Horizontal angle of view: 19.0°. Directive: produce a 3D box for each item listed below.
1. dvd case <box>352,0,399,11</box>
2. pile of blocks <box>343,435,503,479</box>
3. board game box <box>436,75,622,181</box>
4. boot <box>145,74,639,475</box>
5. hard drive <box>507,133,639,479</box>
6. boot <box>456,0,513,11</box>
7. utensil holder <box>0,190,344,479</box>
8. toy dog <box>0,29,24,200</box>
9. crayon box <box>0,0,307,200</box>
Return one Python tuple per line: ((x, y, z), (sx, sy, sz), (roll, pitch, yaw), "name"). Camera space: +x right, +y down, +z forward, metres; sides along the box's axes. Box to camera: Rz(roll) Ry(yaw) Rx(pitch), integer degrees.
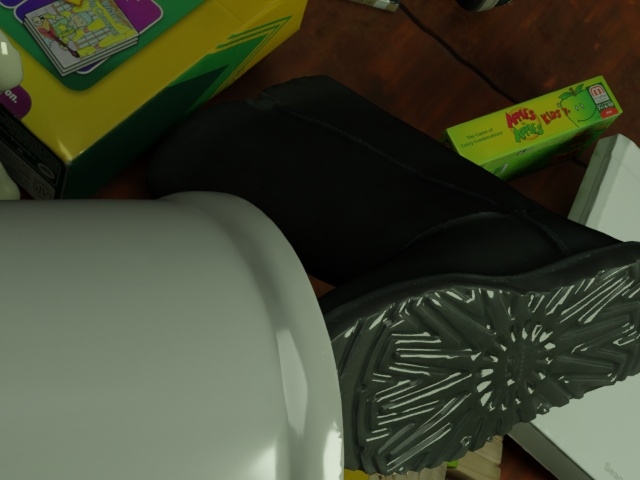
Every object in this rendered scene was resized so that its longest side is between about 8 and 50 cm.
((-0.023, -0.319, 1.863), (0.221, 0.018, 0.165), (12, 61, -13), "dvd case")
((0.028, 0.158, 1.538), (0.362, 0.112, 0.149), (-14, 101, -59), "pile of blocks")
((0.183, -0.092, 1.787), (0.181, 0.092, 0.043), (-20, 74, -26), "board game box")
((0.002, 0.000, 1.506), (0.367, 0.146, 0.445), (-8, 30, -38), "boot")
((0.275, 0.084, 1.727), (0.203, 0.040, 0.308), (42, 56, -26), "hard drive")
((0.236, -0.398, 1.932), (0.284, 0.138, 0.377), (0, 61, -20), "boot")
((-0.230, 0.129, 1.219), (0.385, 0.327, 0.328), (1, 65, -34), "utensil holder")
((-0.463, -0.027, 1.422), (0.395, 0.284, 0.408), (35, 61, -1), "toy dog")
((-0.241, -0.241, 1.675), (0.363, 0.106, 0.313), (42, 58, 12), "crayon box")
